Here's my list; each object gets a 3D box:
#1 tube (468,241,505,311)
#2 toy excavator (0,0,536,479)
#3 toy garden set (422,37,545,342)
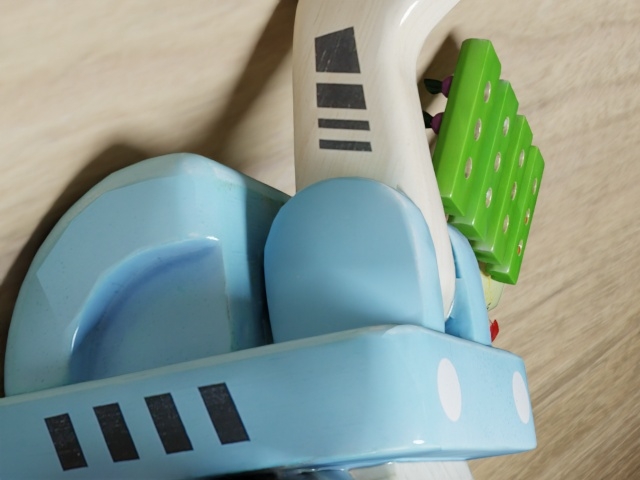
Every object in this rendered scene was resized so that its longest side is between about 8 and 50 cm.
[{"bbox_3d":[0.106,0.042,0.908,0.070,0.062,0.240,-30,173,37],"label":"tube"},{"bbox_3d":[0.000,0.000,0.547,0.433,0.445,0.222,-14,165,24],"label":"toy excavator"},{"bbox_3d":[0.100,-0.005,0.796,0.244,0.049,0.203,39,64,-65],"label":"toy garden set"}]
